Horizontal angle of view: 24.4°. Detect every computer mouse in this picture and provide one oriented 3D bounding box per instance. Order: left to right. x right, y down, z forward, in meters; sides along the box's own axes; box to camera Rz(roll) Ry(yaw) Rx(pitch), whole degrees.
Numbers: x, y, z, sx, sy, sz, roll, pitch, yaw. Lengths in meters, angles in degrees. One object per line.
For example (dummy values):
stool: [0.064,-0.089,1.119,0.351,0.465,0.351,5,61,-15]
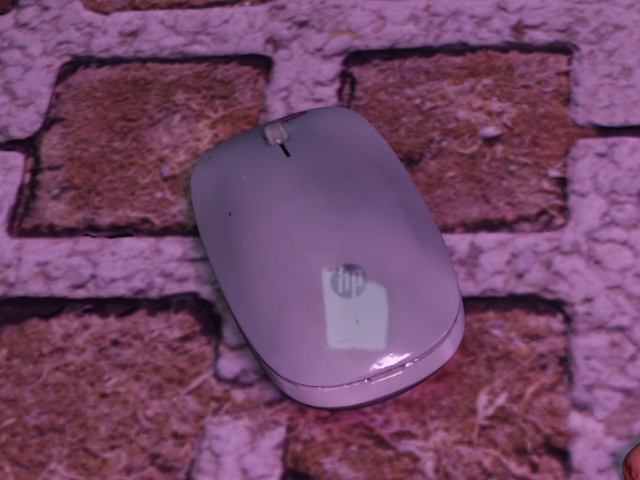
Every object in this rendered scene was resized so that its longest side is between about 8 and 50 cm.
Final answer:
computer mouse: [-0.001,-0.003,1.052,0.160,0.097,0.288,-22,52,-3]

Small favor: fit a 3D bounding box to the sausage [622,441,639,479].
sausage: [0.229,0.131,0.937,0.083,0.034,0.034,-30,52,-11]
